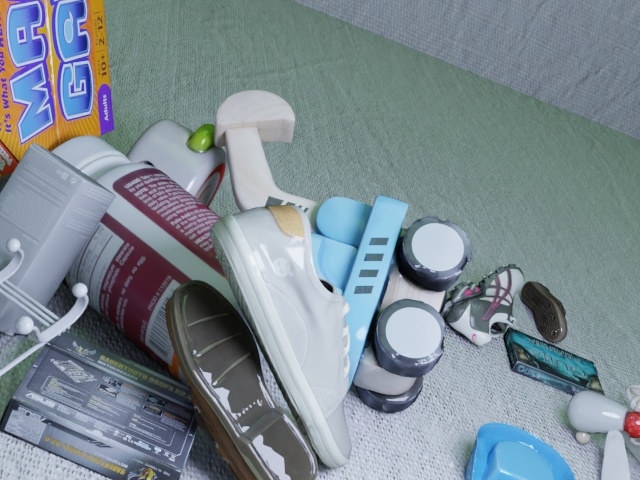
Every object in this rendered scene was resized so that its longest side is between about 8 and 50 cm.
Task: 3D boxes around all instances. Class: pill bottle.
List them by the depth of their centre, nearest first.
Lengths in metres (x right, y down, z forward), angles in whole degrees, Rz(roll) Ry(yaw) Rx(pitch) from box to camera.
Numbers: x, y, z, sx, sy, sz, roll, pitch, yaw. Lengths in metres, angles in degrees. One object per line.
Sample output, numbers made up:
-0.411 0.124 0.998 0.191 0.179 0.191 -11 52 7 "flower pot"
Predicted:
-0.245 0.028 1.770 0.392 0.224 0.224 37 26 21 "pill bottle"

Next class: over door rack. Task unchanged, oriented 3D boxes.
-0.465 0.092 1.433 0.239 0.108 0.324 33 49 14 "over door rack"

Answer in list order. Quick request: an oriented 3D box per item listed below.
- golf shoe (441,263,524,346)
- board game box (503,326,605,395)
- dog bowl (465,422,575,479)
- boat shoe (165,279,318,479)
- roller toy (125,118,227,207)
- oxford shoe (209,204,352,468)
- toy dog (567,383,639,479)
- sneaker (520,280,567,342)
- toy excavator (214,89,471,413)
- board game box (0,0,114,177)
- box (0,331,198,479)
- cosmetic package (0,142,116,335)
0.324 0.128 2.314 0.120 0.105 0.273 51 37 14 "golf shoe"
0.437 0.235 2.271 0.186 0.026 0.126 22 24 -10 "board game box"
0.289 0.384 1.772 0.166 0.074 0.297 24 24 -6 "dog bowl"
-0.125 0.203 1.558 0.111 0.104 0.307 -22 82 -40 "boat shoe"
-0.263 -0.100 2.048 0.146 0.191 0.209 30 63 5 "roller toy"
-0.015 0.133 1.597 0.130 0.449 0.169 -27 37 -10 "oxford shoe"
0.568 0.380 2.020 0.220 0.161 0.334 2 19 -37 "toy dog"
0.469 0.143 2.437 0.071 0.066 0.188 17 26 -22 "sneaker"
0.000 0.000 1.887 0.445 0.222 0.433 18 64 1 "toy excavator"
-0.561 -0.308 1.816 0.357 0.356 0.356 4 18 18 "board game box"
-0.273 0.220 1.561 0.231 0.056 0.183 25 24 -6 "box"
-0.392 0.004 1.629 0.107 0.238 0.127 34 -2 12 "cosmetic package"
